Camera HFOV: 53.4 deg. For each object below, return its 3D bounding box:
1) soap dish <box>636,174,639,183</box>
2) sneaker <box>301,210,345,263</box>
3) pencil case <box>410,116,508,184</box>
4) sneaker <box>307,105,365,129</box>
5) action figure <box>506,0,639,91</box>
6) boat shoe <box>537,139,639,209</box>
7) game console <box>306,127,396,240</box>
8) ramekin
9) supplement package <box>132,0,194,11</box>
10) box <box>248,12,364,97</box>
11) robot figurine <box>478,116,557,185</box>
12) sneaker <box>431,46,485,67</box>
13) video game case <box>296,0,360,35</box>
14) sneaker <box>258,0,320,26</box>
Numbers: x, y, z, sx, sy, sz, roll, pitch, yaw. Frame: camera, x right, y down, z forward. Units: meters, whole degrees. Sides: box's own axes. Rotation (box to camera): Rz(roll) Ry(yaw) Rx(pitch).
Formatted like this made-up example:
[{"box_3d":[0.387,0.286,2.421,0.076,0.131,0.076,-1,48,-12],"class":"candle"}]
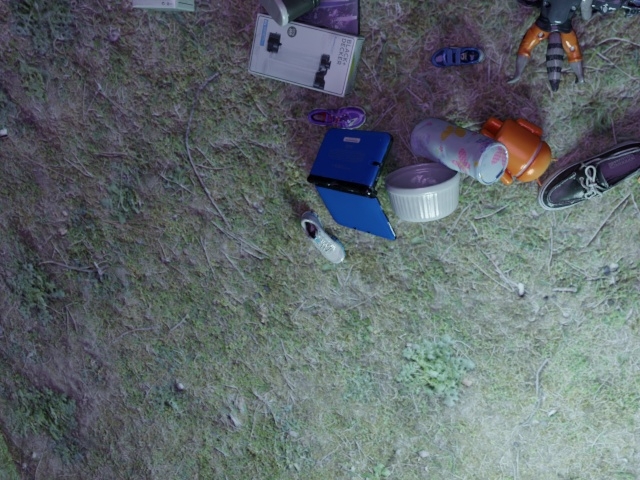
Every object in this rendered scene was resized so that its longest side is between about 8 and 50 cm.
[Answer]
[{"box_3d":[0.993,-0.205,1.622,0.229,0.118,0.290,35,110,-2],"class":"soap dish"},{"box_3d":[0.000,0.000,1.935,0.071,0.083,0.190,-39,96,19],"class":"sneaker"},{"box_3d":[0.363,-0.239,1.693,0.114,0.273,0.124,-35,129,-20],"class":"pencil case"},{"box_3d":[0.045,-0.348,1.825,0.170,0.071,0.068,0,106,12],"class":"sneaker"},{"box_3d":[0.637,-0.548,1.580,0.342,0.178,0.329,7,117,13],"class":"action figure"},{"box_3d":[0.733,-0.165,1.704,0.307,0.105,0.113,-23,100,18],"class":"boat shoe"},{"box_3d":[0.115,-0.165,1.794,0.173,0.293,0.250,24,87,-37],"class":"game console"},{"box_3d":[0.288,-0.132,1.769,0.207,0.207,0.108,-6,114,15],"class":"ramekin"},{"box_3d":[-0.439,-0.772,1.773,0.134,0.139,0.243,5,106,10],"class":"supplement package"},{"box_3d":[-0.040,-0.514,1.757,0.290,0.087,0.169,19,111,11],"class":"box"},{"box_3d":[0.524,-0.241,1.718,0.220,0.158,0.128,33,132,1],"class":"robot figurine"},{"box_3d":[0.370,-0.496,1.713,0.144,0.059,0.053,-4,108,15],"class":"sneaker"},{"box_3d":[0.012,-0.657,1.758,0.196,0.026,0.274,3,108,16],"class":"video game case"},{"box_3d":[-0.104,-0.705,1.723,0.147,0.104,0.295,-24,64,-15],"class":"sneaker"}]
